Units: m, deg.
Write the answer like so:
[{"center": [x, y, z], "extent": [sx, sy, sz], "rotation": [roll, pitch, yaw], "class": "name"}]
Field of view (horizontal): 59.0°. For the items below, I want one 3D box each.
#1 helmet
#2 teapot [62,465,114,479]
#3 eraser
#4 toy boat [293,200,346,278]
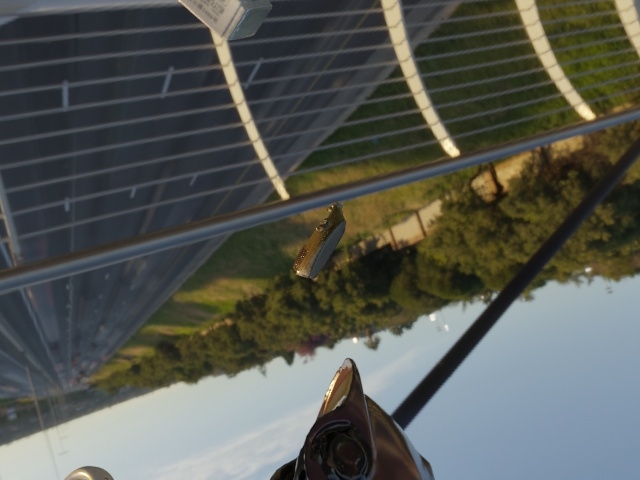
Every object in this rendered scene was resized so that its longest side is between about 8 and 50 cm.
[{"center": [0.021, 0.314, 0.598], "extent": [0.338, 0.197, 0.271], "rotation": [-52, 170, -37], "class": "helmet"}, {"center": [-0.301, 0.392, 0.594], "extent": [0.208, 0.300, 0.166], "rotation": [27, 163, -34], "class": "teapot"}, {"center": [-0.227, -0.478, 1.000], "extent": [0.081, 0.279, 0.124], "rotation": [-47, -177, 31], "class": "eraser"}, {"center": [0.000, 0.000, 1.003], "extent": [0.047, 0.049, 0.149], "rotation": [19, 104, -55], "class": "toy boat"}]
